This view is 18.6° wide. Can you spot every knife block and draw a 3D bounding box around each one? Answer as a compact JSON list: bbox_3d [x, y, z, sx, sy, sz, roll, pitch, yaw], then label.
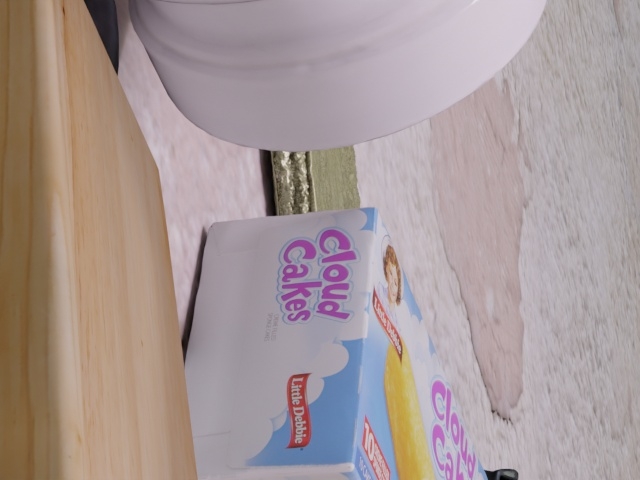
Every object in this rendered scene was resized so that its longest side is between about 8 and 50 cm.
[{"bbox_3d":[-0.076,-0.014,0.460,0.242,0.275,0.088,-50,138,-28],"label":"knife block"}]

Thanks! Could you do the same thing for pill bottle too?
[{"bbox_3d":[-0.039,-0.218,0.702,0.210,0.210,0.363,-81,157,-44],"label":"pill bottle"}]

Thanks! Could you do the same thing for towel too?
[{"bbox_3d":[0.000,0.000,1.054,0.110,0.027,0.148,15,68,-73],"label":"towel"}]

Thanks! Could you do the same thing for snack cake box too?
[{"bbox_3d":[0.017,0.128,0.949,0.264,0.089,0.152,66,24,-44],"label":"snack cake box"}]

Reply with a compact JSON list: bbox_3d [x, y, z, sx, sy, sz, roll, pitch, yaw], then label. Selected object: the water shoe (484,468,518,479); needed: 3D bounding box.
[{"bbox_3d":[0.111,0.219,1.233,0.203,0.080,0.073,66,24,-44],"label":"water shoe"}]
